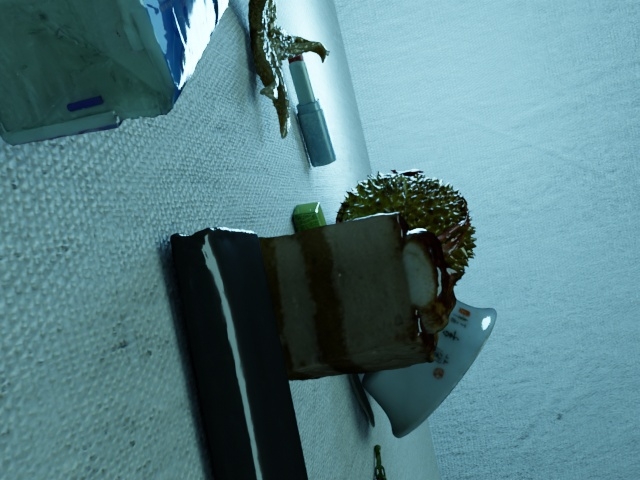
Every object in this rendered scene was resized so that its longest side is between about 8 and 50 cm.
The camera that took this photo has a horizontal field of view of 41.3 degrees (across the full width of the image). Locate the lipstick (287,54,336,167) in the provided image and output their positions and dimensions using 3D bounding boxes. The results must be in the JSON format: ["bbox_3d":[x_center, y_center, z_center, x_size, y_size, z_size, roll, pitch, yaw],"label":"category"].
[{"bbox_3d":[-0.026,-0.296,1.828,0.068,0.061,0.274,-73,149,-68],"label":"lipstick"}]

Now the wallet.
[{"bbox_3d":[-0.075,0.188,0.934,0.228,0.062,0.406,8,70,-80],"label":"wallet"}]

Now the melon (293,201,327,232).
[{"bbox_3d":[0.000,0.000,1.611,0.209,0.064,0.118,63,18,-48],"label":"melon"}]

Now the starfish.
[{"bbox_3d":[-0.078,-0.370,1.523,0.327,0.094,0.375,-23,107,-70],"label":"starfish"}]

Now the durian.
[{"bbox_3d":[0.193,-0.009,2.003,0.384,0.347,0.347,37,40,-58],"label":"durian"}]

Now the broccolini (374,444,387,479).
[{"bbox_3d":[0.128,0.494,1.831,0.140,0.030,0.035,-92,175,-66],"label":"broccolini"}]

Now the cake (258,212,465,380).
[{"bbox_3d":[0.055,0.074,1.147,0.199,0.293,0.196,40,39,-68],"label":"cake"}]

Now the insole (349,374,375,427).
[{"bbox_3d":[0.089,0.337,1.838,0.063,0.010,0.192,-92,165,-50],"label":"insole"}]

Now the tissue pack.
[{"bbox_3d":[-0.171,-0.216,0.630,0.263,0.146,0.198,-88,164,-60],"label":"tissue pack"}]

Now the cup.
[{"bbox_3d":[0.207,0.237,1.829,0.163,0.347,0.347,38,10,3],"label":"cup"}]
